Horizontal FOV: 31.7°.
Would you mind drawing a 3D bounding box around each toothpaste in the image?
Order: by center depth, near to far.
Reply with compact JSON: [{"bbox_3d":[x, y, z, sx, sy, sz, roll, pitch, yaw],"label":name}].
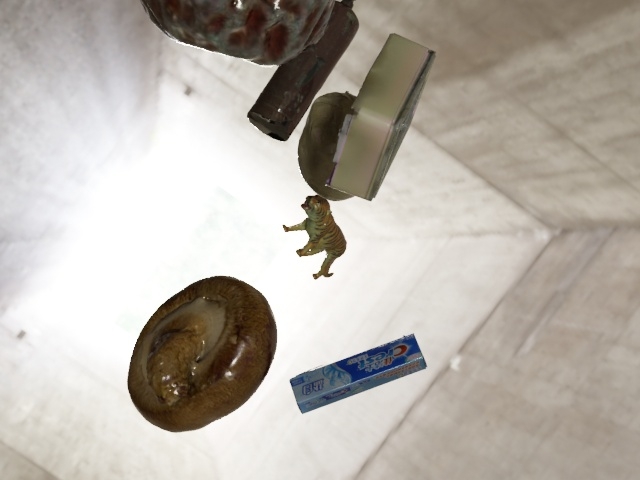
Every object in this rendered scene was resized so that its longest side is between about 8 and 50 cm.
[{"bbox_3d":[0.075,0.268,2.272,0.272,0.053,0.066,-20,-128,-1],"label":"toothpaste"}]

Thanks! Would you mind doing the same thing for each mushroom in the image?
[{"bbox_3d":[-0.240,0.226,2.254,0.345,0.239,0.345,-11,-143,8],"label":"mushroom"}]

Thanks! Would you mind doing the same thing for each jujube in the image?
[{"bbox_3d":[-0.069,-0.324,1.049,0.226,0.226,0.317,-164,-96,-82],"label":"jujube"}]

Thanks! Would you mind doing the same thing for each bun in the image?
[{"bbox_3d":[0.044,-0.152,1.814,0.113,0.173,0.166,6,-142,41],"label":"bun"}]

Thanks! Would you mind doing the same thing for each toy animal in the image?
[{"bbox_3d":[0.000,0.000,2.074,0.099,0.241,0.056,-29,-127,2],"label":"toy animal"}]

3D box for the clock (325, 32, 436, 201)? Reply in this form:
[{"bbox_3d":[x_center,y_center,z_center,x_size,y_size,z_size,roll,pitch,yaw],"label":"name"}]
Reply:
[{"bbox_3d":[0.080,-0.163,1.495,0.147,0.071,0.192,108,6,-45],"label":"clock"}]

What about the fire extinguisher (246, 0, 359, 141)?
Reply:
[{"bbox_3d":[-0.008,-0.273,1.635,0.267,0.072,0.089,-58,171,-13],"label":"fire extinguisher"}]
